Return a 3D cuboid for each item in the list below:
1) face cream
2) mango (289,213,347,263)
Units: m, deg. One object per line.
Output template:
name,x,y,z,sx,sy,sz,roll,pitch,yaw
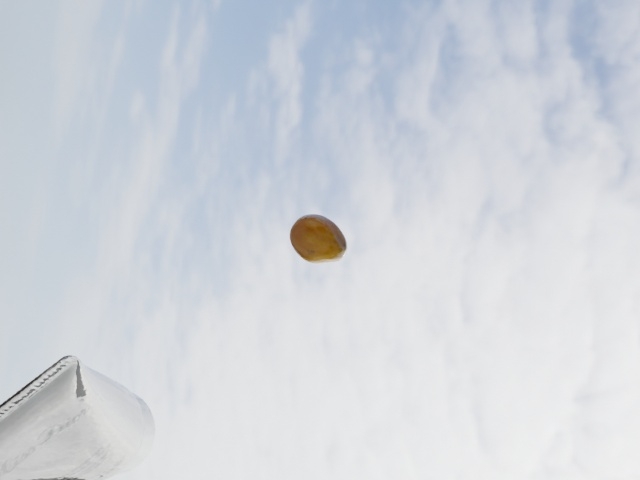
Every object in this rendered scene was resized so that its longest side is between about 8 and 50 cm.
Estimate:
face cream,-0.209,0.146,0.832,0.089,0.143,0.314,54,-2,15
mango,0.000,0.000,1.207,0.089,0.046,0.060,21,-55,46
